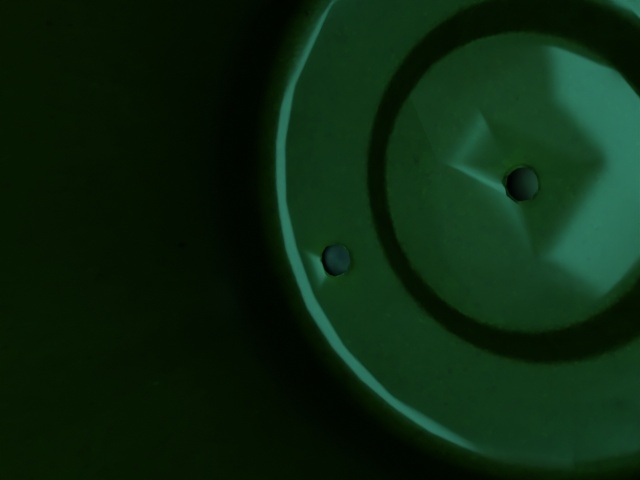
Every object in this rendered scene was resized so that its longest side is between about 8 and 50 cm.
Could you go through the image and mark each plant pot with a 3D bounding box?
[{"bbox_3d":[0.000,0.000,0.445,0.366,0.353,0.367,5,100,28],"label":"plant pot"}]
